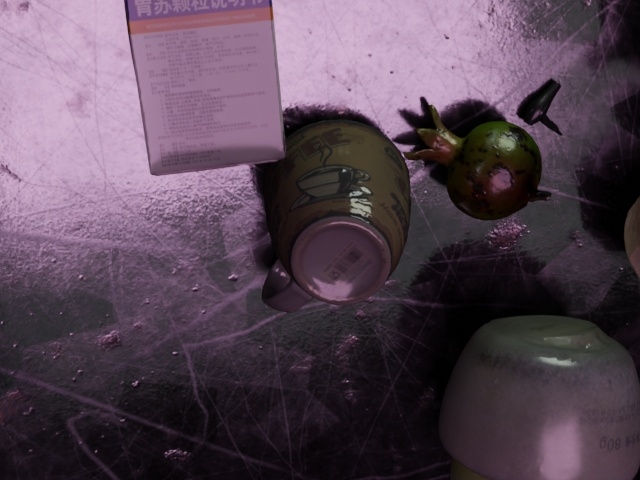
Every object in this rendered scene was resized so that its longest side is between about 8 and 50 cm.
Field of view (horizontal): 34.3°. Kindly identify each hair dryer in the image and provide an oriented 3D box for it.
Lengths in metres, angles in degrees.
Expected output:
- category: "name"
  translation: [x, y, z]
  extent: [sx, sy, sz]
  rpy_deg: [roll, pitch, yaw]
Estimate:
- category: "hair dryer"
  translation: [0.365, -0.201, 1.640]
  extent: [0.083, 0.031, 0.079]
  rpy_deg: [38, 92, -35]

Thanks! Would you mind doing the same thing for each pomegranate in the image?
- category: "pomegranate"
  translation: [0.238, -0.119, 1.581]
  extent: [0.220, 0.156, 0.156]
  rpy_deg: [26, 105, -14]

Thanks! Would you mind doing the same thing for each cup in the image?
- category: "cup"
  translation: [0.000, 0.000, 1.519]
  extent: [0.227, 0.257, 0.301]
  rpy_deg: [31, 114, -13]

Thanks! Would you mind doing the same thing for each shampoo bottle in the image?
- category: "shampoo bottle"
  translation: [0.355, 0.285, 1.669]
  extent: [0.322, 0.322, 0.317]
  rpy_deg: [5, 104, -12]

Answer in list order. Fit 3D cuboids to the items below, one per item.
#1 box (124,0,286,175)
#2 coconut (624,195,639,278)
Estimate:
- category: "box"
  translation: [-0.165, -0.255, 1.476]
  extent: [0.200, 0.106, 0.299]
  rpy_deg: [-8, 111, -7]
- category: "coconut"
  translation: [0.603, -0.016, 1.638]
  extent: [0.237, 0.197, 0.237]
  rpy_deg: [1, 149, 0]
